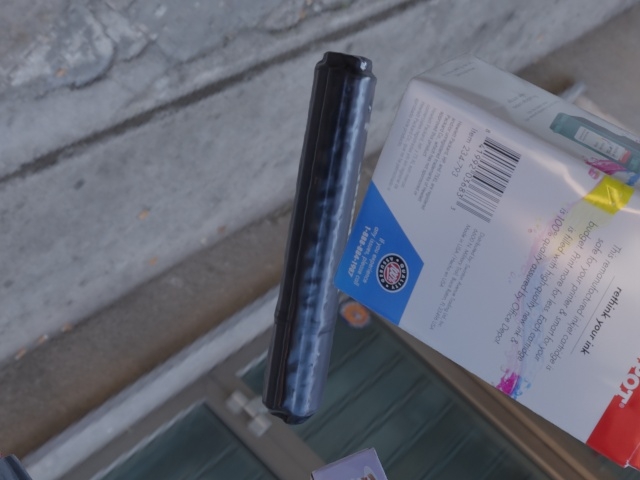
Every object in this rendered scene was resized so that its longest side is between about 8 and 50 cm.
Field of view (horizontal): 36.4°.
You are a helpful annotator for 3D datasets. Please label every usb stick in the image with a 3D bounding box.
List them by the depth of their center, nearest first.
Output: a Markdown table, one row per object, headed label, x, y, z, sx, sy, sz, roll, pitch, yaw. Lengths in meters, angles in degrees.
| label | x | y | z | sx | sy | sz | roll | pitch | yaw |
| --- | --- | --- | --- | --- | --- | --- | --- | --- | --- |
| usb stick | 0.000 | 0.000 | 0.732 | 0.077 | 0.045 | 0.278 | -19 | 120 | -72 |

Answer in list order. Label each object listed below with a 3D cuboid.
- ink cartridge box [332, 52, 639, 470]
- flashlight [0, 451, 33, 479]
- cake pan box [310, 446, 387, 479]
| label | x | y | z | sx | sy | sz | roll | pitch | yaw |
| --- | --- | --- | --- | --- | --- | --- | --- | --- | --- |
| ink cartridge box | 0.135 | 0.016 | 0.500 | 0.078 | 0.231 | 0.134 | -32 | 148 | -54 |
| flashlight | -0.260 | 0.061 | 0.495 | 0.103 | 0.304 | 0.103 | -24 | 158 | -51 |
| cake pan box | 0.065 | 0.345 | 0.889 | 0.070 | 0.267 | 0.246 | -20 | 155 | -6 |
